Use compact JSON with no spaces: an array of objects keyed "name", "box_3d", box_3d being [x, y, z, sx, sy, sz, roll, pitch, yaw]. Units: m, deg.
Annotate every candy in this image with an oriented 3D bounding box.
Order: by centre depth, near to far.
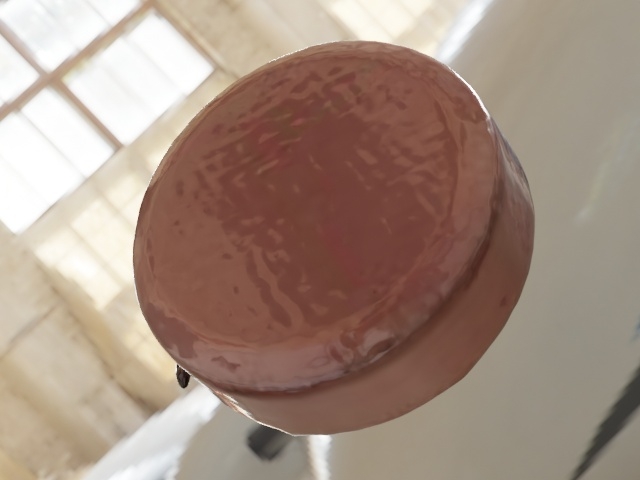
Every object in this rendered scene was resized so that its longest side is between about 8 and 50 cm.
[{"name":"candy","box_3d":[0.000,0.000,0.975,0.255,0.255,0.094,-44,-38,-3]}]
